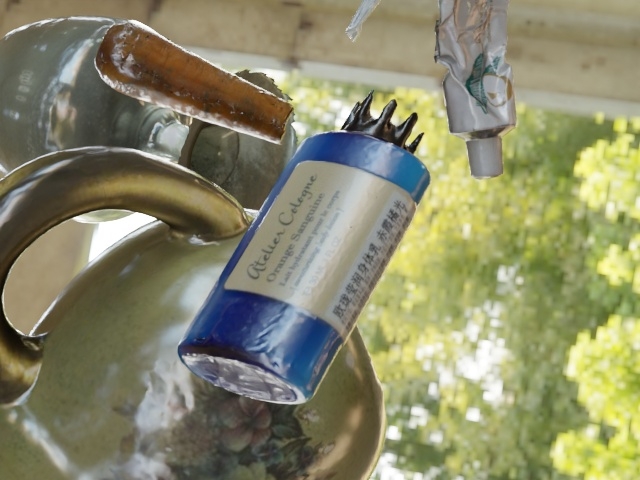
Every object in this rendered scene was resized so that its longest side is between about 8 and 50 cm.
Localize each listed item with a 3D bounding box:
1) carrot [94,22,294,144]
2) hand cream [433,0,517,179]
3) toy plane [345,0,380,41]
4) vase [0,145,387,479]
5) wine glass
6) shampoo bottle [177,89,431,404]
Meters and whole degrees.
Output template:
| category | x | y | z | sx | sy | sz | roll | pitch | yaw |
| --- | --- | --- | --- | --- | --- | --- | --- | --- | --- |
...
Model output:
| category | x | y | z | sx | sy | sz | roll | pitch | yaw |
| --- | --- | --- | --- | --- | --- | --- | --- | --- | --- |
| carrot | -0.099 | -0.123 | 1.168 | 0.055 | 0.161 | 0.055 | -158 | 90 | -85 |
| hand cream | 0.122 | -0.171 | 1.098 | 0.084 | 0.050 | 0.257 | -14 | -70 | -34 |
| toy plane | 0.091 | -0.301 | 1.309 | 0.251 | 0.101 | 0.255 | -62 | 19 | -19 |
| vase | -0.133 | 0.086 | 0.981 | 0.241 | 0.302 | 0.329 | 50 | 160 | 56 |
| wine glass | -0.204 | -0.114 | 1.567 | 0.238 | 0.323 | 0.238 | -28 | -53 | -44 |
| shampoo bottle | 0.000 | 0.000 | 0.794 | 0.183 | 0.087 | 0.050 | -60 | -41 | -26 |
